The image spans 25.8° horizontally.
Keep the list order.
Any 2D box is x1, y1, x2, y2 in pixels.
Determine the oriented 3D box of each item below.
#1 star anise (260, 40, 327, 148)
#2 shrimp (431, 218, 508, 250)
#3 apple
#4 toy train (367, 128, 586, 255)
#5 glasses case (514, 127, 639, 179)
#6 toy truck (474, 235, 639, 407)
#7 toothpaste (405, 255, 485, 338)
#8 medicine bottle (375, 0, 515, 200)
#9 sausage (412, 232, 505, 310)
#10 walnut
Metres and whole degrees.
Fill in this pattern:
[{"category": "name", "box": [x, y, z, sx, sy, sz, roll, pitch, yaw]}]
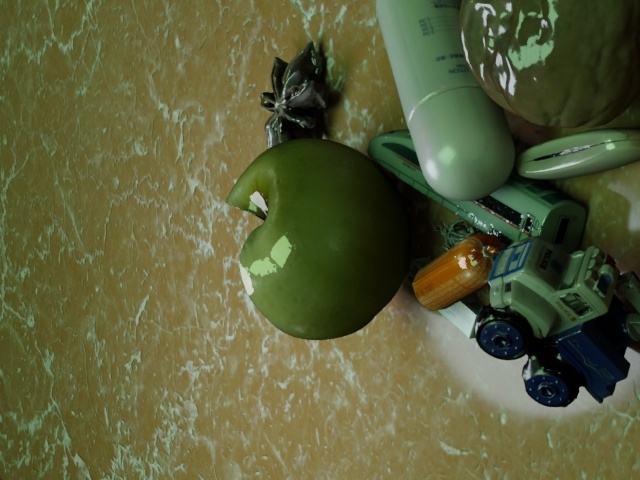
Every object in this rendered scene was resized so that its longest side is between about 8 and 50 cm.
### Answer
[{"category": "star anise", "box": [-0.038, -0.201, 2.270, 0.209, 0.089, 0.231, 153, 114, -66]}, {"category": "shrimp", "box": [0.211, -0.001, 1.975, 0.165, 0.056, 0.065, 27, 133, 39]}, {"category": "apple", "box": [0.011, -0.017, 2.069, 0.233, 0.257, 0.295, -47, 34, 31]}, {"category": "toy train", "box": [0.199, -0.091, 1.949, 0.407, 0.086, 0.088, 36, 122, 47]}, {"category": "glasses case", "box": [0.331, -0.109, 1.766, 0.204, 0.081, 0.051, -11, 83, 53]}, {"category": "toy truck", "box": [0.308, 0.088, 1.709, 0.213, 0.161, 0.177, 45, 135, -17]}, {"category": "toothpaste", "box": [0.187, 0.082, 2.038, 0.164, 0.034, 0.046, 43, 128, 43]}, {"category": "medicine bottle", "box": [0.170, -0.205, 1.876, 0.130, 0.130, 0.341, -53, 40, 44]}, {"category": "sausage", "box": [0.194, 0.039, 1.884, 0.234, 0.071, 0.071, 138, 120, -69]}, {"category": "walnut", "box": [0.287, -0.262, 1.679, 0.273, 0.227, 0.273, 23, 119, 50]}]
